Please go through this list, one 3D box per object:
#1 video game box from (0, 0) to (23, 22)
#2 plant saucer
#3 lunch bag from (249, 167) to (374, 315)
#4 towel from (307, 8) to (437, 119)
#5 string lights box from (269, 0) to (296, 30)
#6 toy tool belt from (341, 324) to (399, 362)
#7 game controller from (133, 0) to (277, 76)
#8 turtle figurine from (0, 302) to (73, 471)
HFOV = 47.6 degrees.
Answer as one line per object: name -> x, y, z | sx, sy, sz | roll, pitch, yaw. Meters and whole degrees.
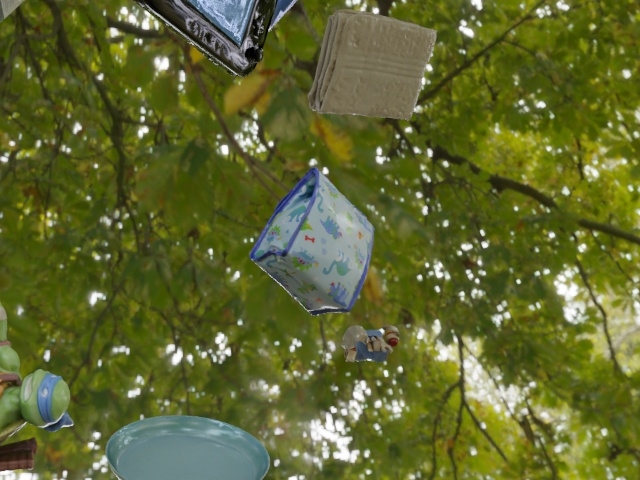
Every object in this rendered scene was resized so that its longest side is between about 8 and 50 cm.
video game box -> -0.328, -0.281, 0.646 | 0.048, 0.187, 0.205 | 14, -41, 4
plant saucer -> -0.259, 0.432, 1.420 | 0.317, 0.317, 0.044 | 6, -79, -18
lunch bag -> 0.000, 0.000, 0.937 | 0.096, 0.151, 0.129 | -9, -45, 48
towel -> 0.099, -0.320, 1.348 | 0.282, 0.049, 0.187 | -4, -62, -45
string lights box -> -0.106, -0.482, 1.359 | 0.133, 0.260, 0.077 | 11, -38, 32
toy tool belt -> 0.072, 0.149, 0.995 | 0.083, 0.051, 0.052 | 1, -54, -11
game controller -> -0.129, -0.318, 0.888 | 0.167, 0.067, 0.319 | -64, -17, 3
turtle figurine -> -0.390, 0.116, 0.676 | 0.266, 0.198, 0.275 | -12, -29, 8
